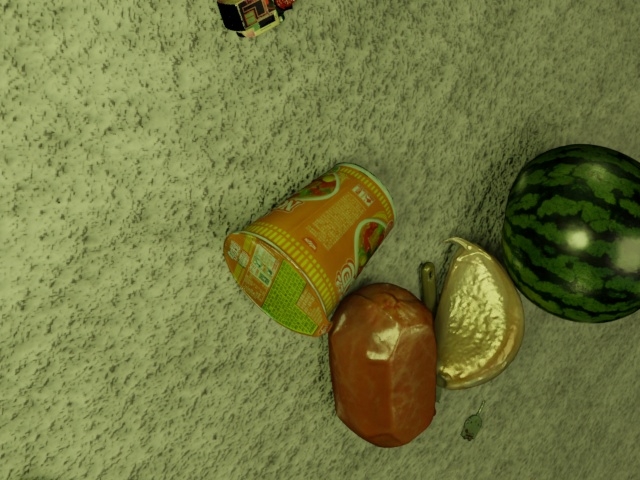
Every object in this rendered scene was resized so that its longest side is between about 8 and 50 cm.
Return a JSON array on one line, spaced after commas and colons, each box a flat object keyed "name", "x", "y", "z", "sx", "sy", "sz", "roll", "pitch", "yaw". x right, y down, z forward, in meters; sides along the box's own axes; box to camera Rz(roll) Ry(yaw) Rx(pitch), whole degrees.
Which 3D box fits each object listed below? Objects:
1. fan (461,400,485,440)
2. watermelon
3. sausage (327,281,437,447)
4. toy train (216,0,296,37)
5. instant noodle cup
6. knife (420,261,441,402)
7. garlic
[{"name": "fan", "x": 0.295, "y": 0.342, "z": 1.507, "sx": 0.056, "sy": 0.004, "sz": 0.083, "roll": 29, "pitch": 87, "yaw": -45}, {"name": "watermelon", "x": 0.428, "y": -0.007, "z": 1.285, "sx": 0.285, "sy": 0.285, "sz": 0.285, "roll": -18, "pitch": 119, "yaw": -36}, {"name": "sausage", "x": 0.093, "y": 0.182, "z": 1.162, "sx": 0.153, "sy": 0.141, "sz": 0.268, "roll": -26, "pitch": 126, "yaw": -32}, {"name": "toy train", "x": -0.080, "y": -0.297, "z": 0.870, "sx": 0.087, "sy": 0.050, "sz": 0.138, "roll": -34, "pitch": 127, "yaw": -23}, {"name": "instant noodle cup", "x": 0.000, "y": 0.000, "z": 1.004, "sx": 0.185, "sy": 0.168, "sz": 0.168, "roll": -45, "pitch": 132, "yaw": -28}, {"name": "knife", "x": 0.193, "y": 0.163, "z": 1.331, "sx": 0.047, "sy": 0.017, "sz": 0.298, "roll": -33, "pitch": 127, "yaw": -40}, {"name": "garlic", "x": 0.245, "y": 0.122, "z": 1.286, "sx": 0.164, "sy": 0.145, "sz": 0.245, "roll": 8, "pitch": 91, "yaw": -27}]
